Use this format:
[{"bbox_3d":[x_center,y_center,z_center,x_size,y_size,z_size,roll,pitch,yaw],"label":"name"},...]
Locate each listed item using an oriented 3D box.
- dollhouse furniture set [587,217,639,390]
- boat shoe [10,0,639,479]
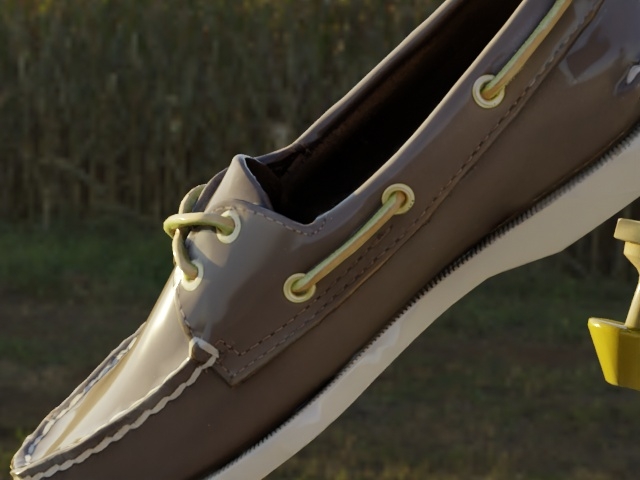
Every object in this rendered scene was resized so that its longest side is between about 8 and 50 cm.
[{"bbox_3d":[0.296,0.098,0.710,0.303,0.198,0.286,13,1,34],"label":"dollhouse furniture set"},{"bbox_3d":[0.000,0.000,0.632,0.324,0.096,0.116,-37,21,7],"label":"boat shoe"}]
